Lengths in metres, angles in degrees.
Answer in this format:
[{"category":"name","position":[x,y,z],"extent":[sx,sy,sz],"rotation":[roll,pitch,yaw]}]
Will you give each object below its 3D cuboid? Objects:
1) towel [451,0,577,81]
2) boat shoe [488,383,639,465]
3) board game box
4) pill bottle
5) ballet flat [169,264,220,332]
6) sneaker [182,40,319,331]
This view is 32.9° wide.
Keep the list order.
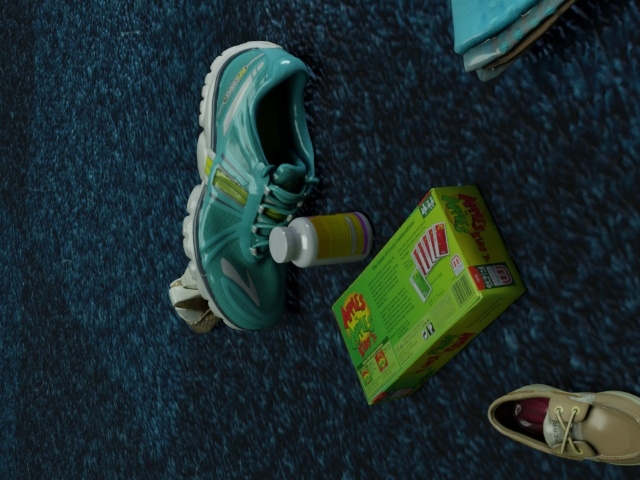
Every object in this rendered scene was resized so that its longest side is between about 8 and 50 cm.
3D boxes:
[{"category":"towel","position":[0.162,-0.297,0.610],"extent":[0.370,0.040,0.271],"rotation":[-41,53,54]},{"category":"boat shoe","position":[0.163,0.122,0.706],"extent":[0.135,0.045,0.050],"rotation":[-6,90,59]},{"category":"board game box","position":[0.077,0.046,0.840],"extent":[0.181,0.043,0.092],"rotation":[-53,51,49]},{"category":"pill bottle","position":[0.000,0.000,0.922],"extent":[0.043,0.083,0.043],"rotation":[16,108,57]},{"category":"ballet flat","position":[-0.124,0.045,1.154],"extent":[0.206,0.067,0.073],"rotation":[-49,54,51]},{"category":"sneaker","position":[-0.059,-0.044,1.004],"extent":[0.110,0.107,0.275],"rotation":[15,108,48]}]
